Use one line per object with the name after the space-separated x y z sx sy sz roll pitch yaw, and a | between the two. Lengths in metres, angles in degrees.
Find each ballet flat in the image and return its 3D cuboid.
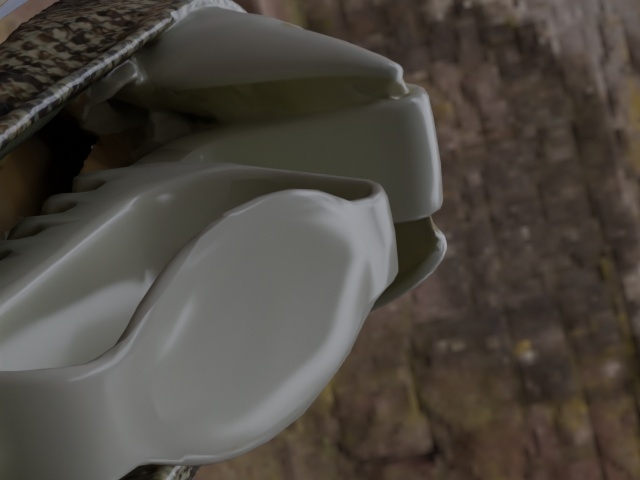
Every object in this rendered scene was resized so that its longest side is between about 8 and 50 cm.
-0.054 0.012 0.578 0.164 0.182 0.483 68 21 -12 | ballet flat

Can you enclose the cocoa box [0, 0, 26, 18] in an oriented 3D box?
-0.352 -0.246 1.289 0.347 0.231 0.228 -46 159 -47 | cocoa box
